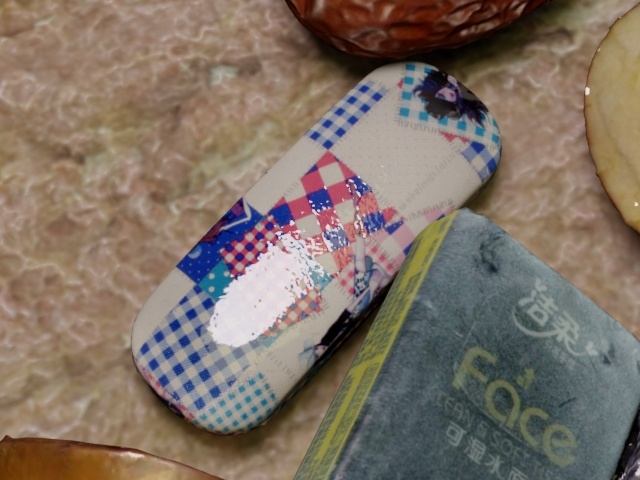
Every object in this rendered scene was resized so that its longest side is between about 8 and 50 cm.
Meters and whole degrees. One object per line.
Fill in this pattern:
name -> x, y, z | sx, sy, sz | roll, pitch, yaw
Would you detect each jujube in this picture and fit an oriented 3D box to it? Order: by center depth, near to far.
jujube -> 0.084, -0.219, 1.027 | 0.236, 0.168, 0.168 | -11, 71, -25

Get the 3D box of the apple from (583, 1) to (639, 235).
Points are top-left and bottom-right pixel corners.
apple -> 0.348, -0.113, 0.968 | 0.293, 0.163, 0.251 | -47, 53, 27

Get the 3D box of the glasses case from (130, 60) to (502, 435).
glasses case -> 0.000, 0.000, 0.985 | 0.125, 0.076, 0.327 | 40, 73, 13

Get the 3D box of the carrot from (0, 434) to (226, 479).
carrot -> -0.140, 0.266, 0.831 | 0.195, 0.196, 0.254 | 12, 71, 2

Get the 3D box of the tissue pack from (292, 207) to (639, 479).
tissue pack -> 0.098, 0.132, 0.887 | 0.185, 0.081, 0.257 | 38, 57, -14

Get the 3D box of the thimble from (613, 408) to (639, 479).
thimble -> 0.230, 0.169, 0.924 | 0.066, 0.095, 0.104 | 26, 72, 5
